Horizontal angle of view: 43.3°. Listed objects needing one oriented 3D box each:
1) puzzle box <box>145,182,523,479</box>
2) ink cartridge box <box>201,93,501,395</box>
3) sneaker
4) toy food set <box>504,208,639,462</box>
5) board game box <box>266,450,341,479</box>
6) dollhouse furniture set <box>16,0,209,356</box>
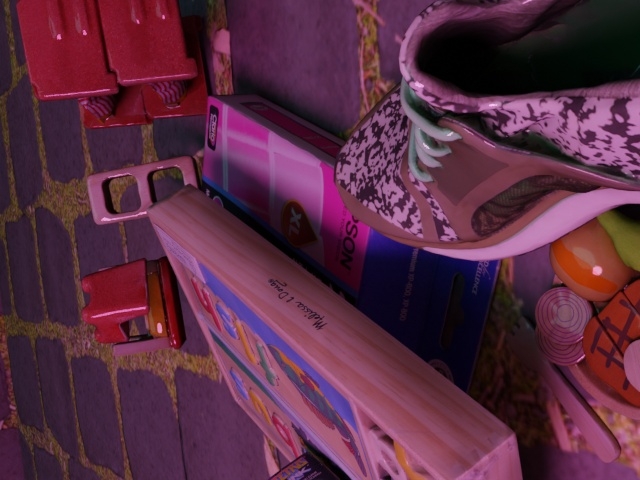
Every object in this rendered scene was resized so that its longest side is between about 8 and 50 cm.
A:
[{"bbox_3d":[0.007,0.140,0.654,0.409,0.052,0.272,35,151,48],"label":"puzzle box"},{"bbox_3d":[0.000,0.000,0.728,0.371,0.069,0.176,34,124,45],"label":"ink cartridge box"},{"bbox_3d":[0.100,-0.084,0.422,0.410,0.182,0.158,-11,70,58],"label":"sneaker"},{"bbox_3d":[0.180,0.047,0.487,0.132,0.038,0.192,57,139,32],"label":"toy food set"},{"bbox_3d":[0.035,0.266,0.627,0.141,0.048,0.170,21,140,58],"label":"board game box"},{"bbox_3d":[-0.177,-0.067,0.830,0.201,0.152,0.374,-157,57,-87],"label":"dollhouse furniture set"}]
